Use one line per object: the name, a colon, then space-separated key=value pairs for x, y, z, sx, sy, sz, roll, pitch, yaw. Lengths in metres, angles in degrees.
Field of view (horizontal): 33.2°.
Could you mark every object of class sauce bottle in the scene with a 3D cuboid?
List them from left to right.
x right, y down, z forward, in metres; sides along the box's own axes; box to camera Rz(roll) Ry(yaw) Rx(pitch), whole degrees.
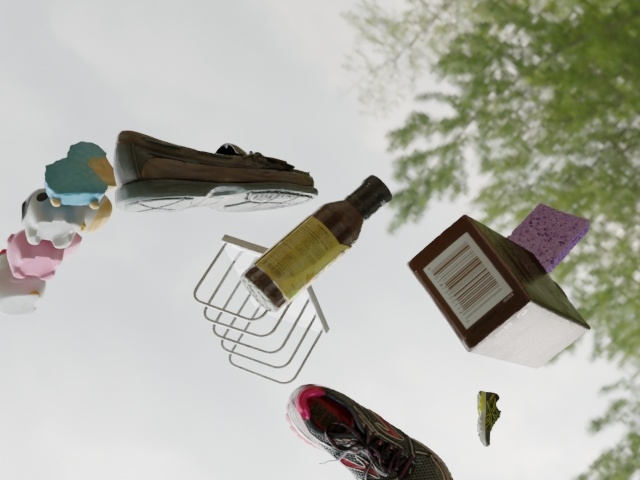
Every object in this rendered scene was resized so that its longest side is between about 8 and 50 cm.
sauce bottle: x=0.000 y=0.000 z=2.137 sx=0.111 sy=0.344 sz=0.111 roll=46 pitch=166 yaw=15

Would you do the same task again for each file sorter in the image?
file sorter: x=-0.130 y=0.155 z=2.301 sx=0.193 sy=0.277 sz=0.173 roll=17 pitch=-120 yaw=26

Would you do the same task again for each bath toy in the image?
bath toy: x=-0.456 y=-0.011 z=1.795 sx=0.151 sy=0.348 sz=0.129 roll=9 pitch=-133 yaw=-37

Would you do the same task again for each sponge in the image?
sponge: x=0.438 y=0.005 z=2.153 sx=0.117 sy=0.031 sz=0.210 roll=24 pitch=-131 yaw=32

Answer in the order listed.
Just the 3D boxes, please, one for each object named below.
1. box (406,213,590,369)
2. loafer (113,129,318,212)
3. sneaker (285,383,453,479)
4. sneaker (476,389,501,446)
box: x=0.314 y=0.097 z=1.849 sx=0.191 sy=0.143 sz=0.381 roll=56 pitch=-162 yaw=26
loafer: x=-0.108 y=-0.079 z=1.182 sx=0.268 sy=0.096 sz=0.084 roll=-3 pitch=-101 yaw=-45
sneaker: x=0.074 y=0.334 z=1.711 sx=0.299 sy=0.120 sz=0.112 roll=30 pitch=164 yaw=4
sneaker: x=0.250 y=0.262 z=1.582 sx=0.035 sy=0.083 sz=0.031 roll=0 pitch=174 yaw=-2
